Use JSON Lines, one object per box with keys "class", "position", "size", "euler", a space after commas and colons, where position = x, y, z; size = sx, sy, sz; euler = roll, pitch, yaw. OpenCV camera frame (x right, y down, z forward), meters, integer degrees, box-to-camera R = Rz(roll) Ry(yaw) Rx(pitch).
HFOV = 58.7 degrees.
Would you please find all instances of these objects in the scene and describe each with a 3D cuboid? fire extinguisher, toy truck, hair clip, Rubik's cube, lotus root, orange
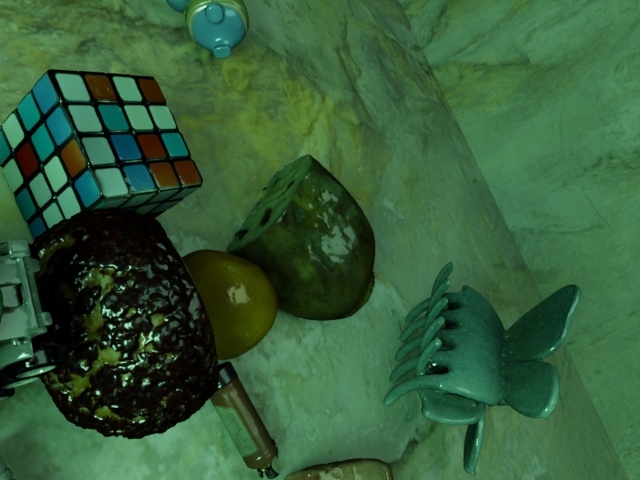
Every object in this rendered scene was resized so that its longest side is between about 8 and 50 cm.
{"class": "fire extinguisher", "position": [-0.100, 0.250, 0.764], "size": [0.177, 0.050, 0.062], "euler": [62, -6, -3]}
{"class": "toy truck", "position": [-0.291, 0.078, 0.438], "size": [0.124, 0.242, 0.101], "euler": [-9, 74, -44]}
{"class": "hair clip", "position": [0.290, 0.234, 1.129], "size": [0.238, 0.392, 0.318], "euler": [31, 39, -1]}
{"class": "Rubik's cube", "position": [-0.266, -0.094, 0.683], "size": [0.155, 0.151, 0.154], "euler": [-19, 82, -58]}
{"class": "lotus root", "position": [0.004, 0.016, 0.994], "size": [0.260, 0.149, 0.267], "euler": [49, 38, -20]}
{"class": "orange", "position": [-0.135, 0.086, 0.749], "size": [0.159, 0.159, 0.136], "euler": [17, 97, -48]}

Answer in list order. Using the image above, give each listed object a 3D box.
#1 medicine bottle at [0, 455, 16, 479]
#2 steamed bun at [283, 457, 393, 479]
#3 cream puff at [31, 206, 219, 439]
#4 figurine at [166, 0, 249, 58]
{"class": "medicine bottle", "position": [-0.288, 0.236, 0.494], "size": [0.091, 0.058, 0.058], "euler": [61, 32, -3]}
{"class": "steamed bun", "position": [0.026, 0.385, 0.797], "size": [0.175, 0.106, 0.145], "euler": [12, 62, -35]}
{"class": "cream puff", "position": [-0.209, 0.086, 0.577], "size": [0.164, 0.239, 0.239], "euler": [-24, 87, -27]}
{"class": "figurine", "position": [-0.208, -0.474, 1.046], "size": [0.180, 0.153, 0.262], "euler": [36, 36, -53]}
